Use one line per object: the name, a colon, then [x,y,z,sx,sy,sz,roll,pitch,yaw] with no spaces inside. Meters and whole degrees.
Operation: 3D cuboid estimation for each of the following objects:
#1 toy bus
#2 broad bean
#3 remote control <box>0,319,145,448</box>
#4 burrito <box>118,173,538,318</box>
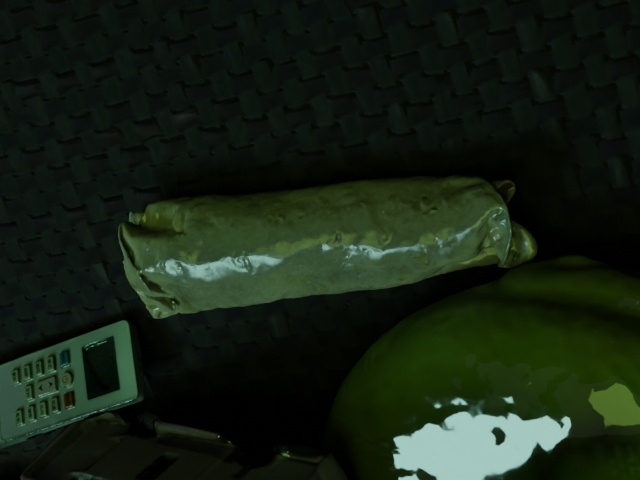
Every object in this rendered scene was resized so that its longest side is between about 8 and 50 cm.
toy bus: [-0.090,0.184,0.746,0.274,0.090,0.112,0,127,48]
broad bean: [0.130,0.137,0.689,0.238,0.119,0.291,46,119,-4]
remote control: [-0.201,0.112,0.834,0.166,0.029,0.065,-21,66,23]
burrito: [0.000,0.000,0.711,0.275,0.059,0.082,-8,116,22]
